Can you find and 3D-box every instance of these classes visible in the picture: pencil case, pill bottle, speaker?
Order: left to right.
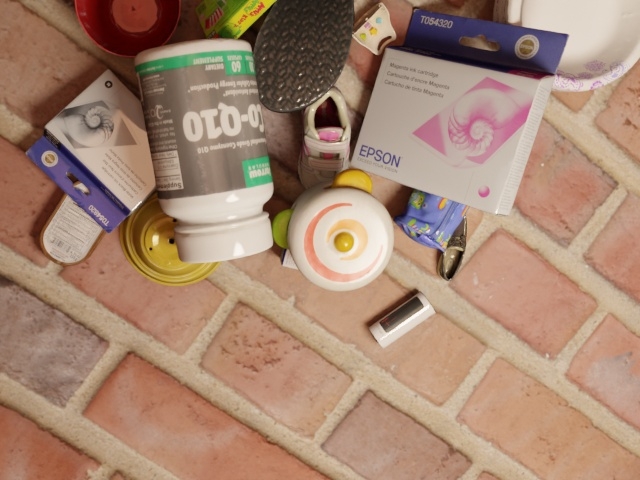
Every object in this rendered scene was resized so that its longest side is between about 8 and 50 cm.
[{"bbox_3d":[-0.193,-0.154,1.228,0.204,0.204,0.361,-10,100,-4],"label":"pill bottle"},{"bbox_3d":[0.169,0.166,1.460,0.136,0.055,0.055,-35,103,2],"label":"speaker"},{"bbox_3d":[0.268,-0.126,1.375,0.119,0.133,0.306,30,97,-11],"label":"pencil case"}]

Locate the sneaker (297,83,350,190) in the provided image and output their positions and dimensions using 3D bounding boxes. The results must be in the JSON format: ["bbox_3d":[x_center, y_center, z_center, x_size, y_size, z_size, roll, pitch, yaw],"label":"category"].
[{"bbox_3d":[0.006,-0.184,1.344,0.103,0.111,0.252,-7,102,-5],"label":"sneaker"}]

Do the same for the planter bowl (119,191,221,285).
[{"bbox_3d":[-0.284,-0.005,1.358,0.217,0.090,0.217,-1,102,-6],"label":"planter bowl"}]

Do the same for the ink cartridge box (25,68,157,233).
[{"bbox_3d":[-0.396,-0.165,1.313,0.223,0.045,0.224,45,85,-8],"label":"ink cartridge box"}]

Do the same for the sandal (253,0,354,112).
[{"bbox_3d":[-0.008,-0.440,1.303,0.167,0.107,0.446,15,86,-1],"label":"sandal"}]

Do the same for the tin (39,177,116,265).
[{"bbox_3d":[-0.466,-0.036,1.360,0.106,0.040,0.189,32,96,-16],"label":"tin"}]

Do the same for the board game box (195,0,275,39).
[{"bbox_3d":[-0.139,-0.437,1.258,0.181,0.043,0.092,-37,59,23],"label":"board game box"}]

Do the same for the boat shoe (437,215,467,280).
[{"bbox_3d":[0.277,0.011,1.444,0.056,0.049,0.152,5,100,-7],"label":"boat shoe"}]

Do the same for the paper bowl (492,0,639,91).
[{"bbox_3d":[0.468,-0.426,1.330,0.284,0.148,0.284,-1,101,-7],"label":"paper bowl"}]

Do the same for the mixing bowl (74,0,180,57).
[{"bbox_3d":[-0.340,-0.421,1.265,0.181,0.098,0.181,-1,102,-7],"label":"mixing bowl"}]

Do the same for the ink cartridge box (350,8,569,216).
[{"bbox_3d":[0.239,-0.246,1.279,0.324,0.071,0.330,23,102,35],"label":"ink cartridge box"}]

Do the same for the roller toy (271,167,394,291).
[{"bbox_3d":[0.036,-0.011,1.288,0.209,0.146,0.191,-37,104,1],"label":"roller toy"}]

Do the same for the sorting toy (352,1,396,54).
[{"bbox_3d":[0.105,-0.400,1.351,0.083,0.045,0.075,-44,110,3],"label":"sorting toy"}]

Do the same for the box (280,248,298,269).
[{"bbox_3d":[0.000,0.000,1.399,0.137,0.072,0.126,13,100,-9],"label":"box"}]
